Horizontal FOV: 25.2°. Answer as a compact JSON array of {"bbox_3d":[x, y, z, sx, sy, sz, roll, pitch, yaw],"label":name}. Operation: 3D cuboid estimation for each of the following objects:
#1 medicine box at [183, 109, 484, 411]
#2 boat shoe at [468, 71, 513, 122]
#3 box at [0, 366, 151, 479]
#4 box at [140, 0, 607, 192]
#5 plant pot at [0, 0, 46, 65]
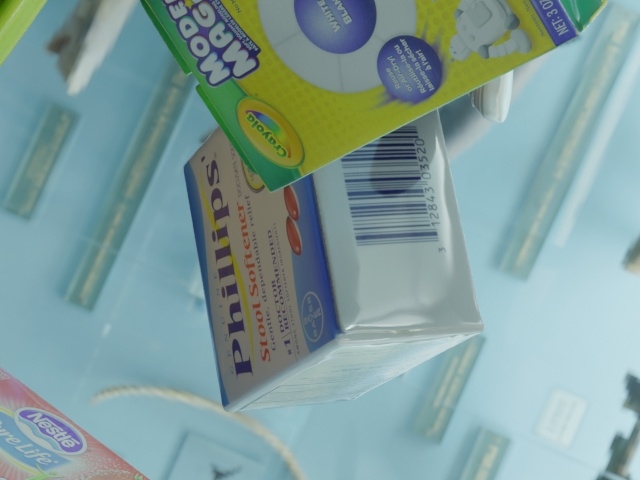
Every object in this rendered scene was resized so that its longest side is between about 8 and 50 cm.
[{"bbox_3d":[0.000,0.000,1.335,0.289,0.149,0.263,-38,-121,59],"label":"medicine box"},{"bbox_3d":[0.135,-0.153,1.229,0.184,0.063,0.066,-74,166,-58],"label":"boat shoe"},{"bbox_3d":[-0.253,0.219,1.114,0.142,0.300,0.154,-15,126,-48],"label":"box"},{"bbox_3d":[0.007,-0.092,0.559,0.179,0.105,0.043,-25,-167,38],"label":"box"},{"bbox_3d":[-0.259,-0.212,0.719,0.227,0.207,0.228,-59,142,-14],"label":"plant pot"}]
